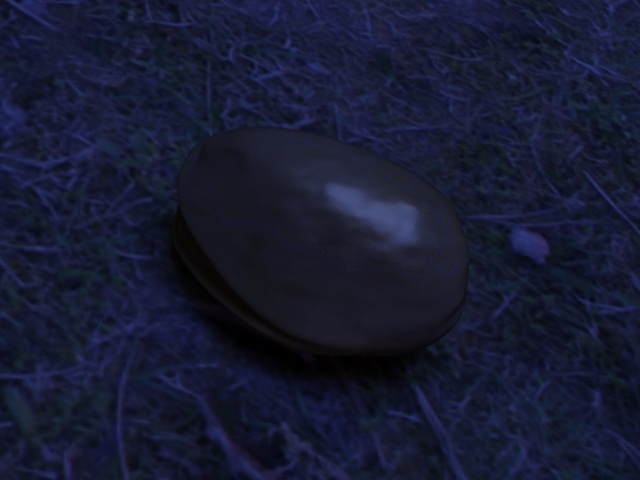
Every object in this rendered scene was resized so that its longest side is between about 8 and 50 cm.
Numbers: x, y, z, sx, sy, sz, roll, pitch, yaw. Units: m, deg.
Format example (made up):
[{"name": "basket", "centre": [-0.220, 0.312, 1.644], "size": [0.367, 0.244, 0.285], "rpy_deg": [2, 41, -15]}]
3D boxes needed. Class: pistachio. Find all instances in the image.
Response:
[{"name": "pistachio", "centre": [0.000, 0.000, 0.960], "size": [0.200, 0.117, 0.145], "rpy_deg": [24, 48, 1]}]
